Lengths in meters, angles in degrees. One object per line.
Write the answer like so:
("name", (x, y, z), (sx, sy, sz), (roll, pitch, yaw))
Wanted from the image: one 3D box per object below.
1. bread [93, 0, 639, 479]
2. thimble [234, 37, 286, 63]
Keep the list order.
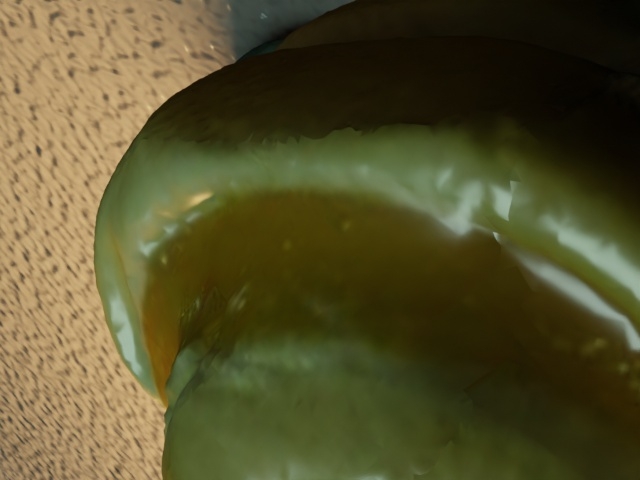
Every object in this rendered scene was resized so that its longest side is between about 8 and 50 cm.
("bread", (0.092, 0.006, 0.680), (0.300, 0.341, 0.210), (36, 129, 30))
("thimble", (0.000, 0.000, 0.973), (0.198, 0.143, 0.235), (32, 149, 13))
